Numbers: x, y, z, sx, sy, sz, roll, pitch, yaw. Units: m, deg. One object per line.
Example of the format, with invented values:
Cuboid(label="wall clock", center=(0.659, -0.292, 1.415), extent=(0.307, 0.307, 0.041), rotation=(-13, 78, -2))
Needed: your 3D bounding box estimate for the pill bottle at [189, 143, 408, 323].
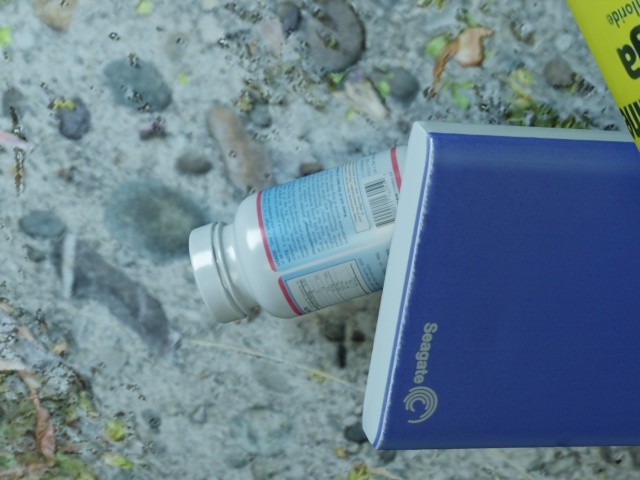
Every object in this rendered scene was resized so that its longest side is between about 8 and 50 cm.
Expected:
Cuboid(label="pill bottle", center=(0.000, 0.000, 0.948), extent=(0.160, 0.087, 0.087), rotation=(-17, 110, 10))

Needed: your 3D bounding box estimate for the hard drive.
Cuboid(label="hard drive", center=(0.197, 0.035, 0.925), extent=(0.318, 0.040, 0.210), rotation=(1, 114, -17))

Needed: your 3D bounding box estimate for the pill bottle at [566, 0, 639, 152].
Cuboid(label="pill bottle", center=(0.255, -0.099, 0.791), extent=(0.187, 0.188, 0.334), rotation=(-27, 90, 13))
